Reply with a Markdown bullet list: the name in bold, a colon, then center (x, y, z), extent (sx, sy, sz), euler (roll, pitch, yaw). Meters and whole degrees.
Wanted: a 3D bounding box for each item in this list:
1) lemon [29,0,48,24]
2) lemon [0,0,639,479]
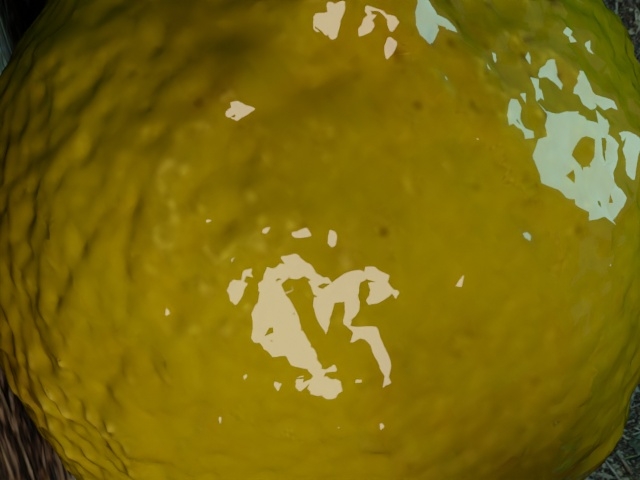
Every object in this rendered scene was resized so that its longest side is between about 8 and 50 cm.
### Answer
- **lemon**: center (-0.035, -0.131, 1.009), extent (0.253, 0.254, 0.310), euler (-104, -157, -53)
- **lemon**: center (0.000, 0.000, 0.691), extent (0.322, 0.268, 0.268), euler (81, -4, -57)
